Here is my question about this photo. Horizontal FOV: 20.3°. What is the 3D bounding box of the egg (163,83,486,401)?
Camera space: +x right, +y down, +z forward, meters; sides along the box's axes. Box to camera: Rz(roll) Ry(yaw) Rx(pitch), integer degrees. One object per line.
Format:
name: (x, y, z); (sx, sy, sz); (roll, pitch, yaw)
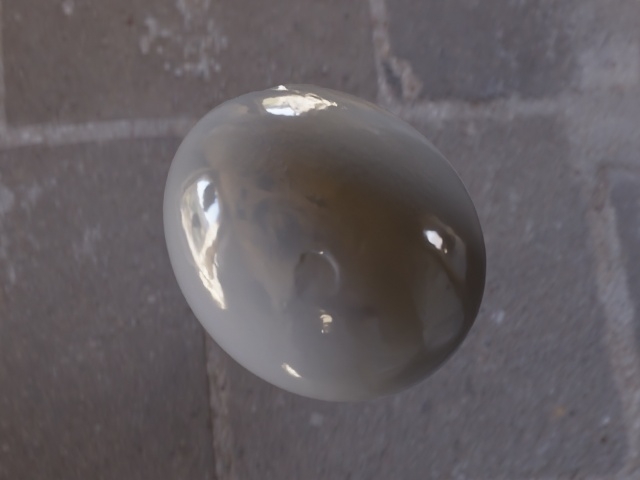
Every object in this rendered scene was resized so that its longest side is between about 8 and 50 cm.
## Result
egg: (0.000, 0.000, 1.066); (0.176, 0.232, 0.176); (-22, 50, 28)
